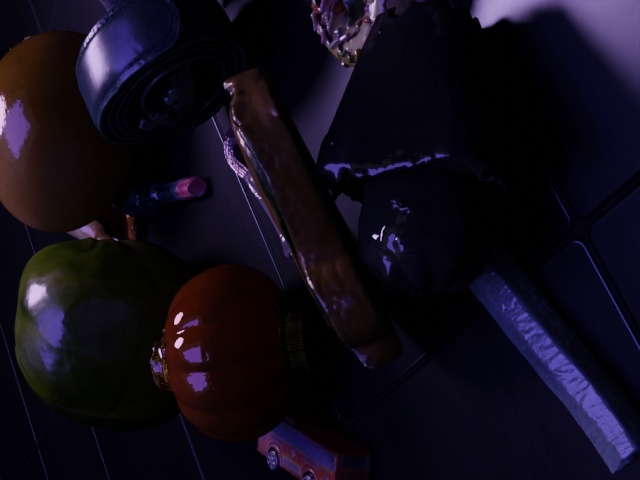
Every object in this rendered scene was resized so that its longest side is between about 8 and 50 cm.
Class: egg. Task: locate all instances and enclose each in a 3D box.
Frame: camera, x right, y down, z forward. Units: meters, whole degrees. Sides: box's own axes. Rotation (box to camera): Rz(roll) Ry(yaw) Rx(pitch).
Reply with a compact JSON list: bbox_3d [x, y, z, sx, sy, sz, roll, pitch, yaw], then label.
[{"bbox_3d":[-0.407,-0.167,1.595,0.250,0.250,0.322,32,117,51],"label":"egg"}]

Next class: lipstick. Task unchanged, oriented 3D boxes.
[{"bbox_3d":[-0.236,-0.071,1.562,0.234,0.053,0.053,-6,95,54],"label":"lipstick"}]

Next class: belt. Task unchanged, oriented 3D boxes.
[{"bbox_3d":[-0.050,-0.055,1.247,0.232,0.053,0.071,56,137,33],"label":"belt"},{"bbox_3d":[-0.200,-0.225,1.273,0.116,0.206,0.267,62,156,14],"label":"belt"}]

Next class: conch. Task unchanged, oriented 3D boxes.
[{"bbox_3d":[-0.402,-0.067,1.789,0.255,0.127,0.158,41,106,16],"label":"conch"}]

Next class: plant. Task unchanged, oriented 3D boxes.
[{"bbox_3d":[0.090,-0.077,0.893,0.164,0.142,0.256,-6,80,29],"label":"plant"}]

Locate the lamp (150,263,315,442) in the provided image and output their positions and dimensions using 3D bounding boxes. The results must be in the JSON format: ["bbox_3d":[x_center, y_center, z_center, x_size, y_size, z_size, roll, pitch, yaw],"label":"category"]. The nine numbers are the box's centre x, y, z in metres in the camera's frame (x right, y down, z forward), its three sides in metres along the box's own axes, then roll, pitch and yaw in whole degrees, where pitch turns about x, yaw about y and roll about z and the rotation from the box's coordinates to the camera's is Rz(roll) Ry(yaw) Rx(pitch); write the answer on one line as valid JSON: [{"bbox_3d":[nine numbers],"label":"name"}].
[{"bbox_3d":[-0.109,0.140,1.268,0.223,0.196,0.223,-9,-90,-83],"label":"lamp"}]

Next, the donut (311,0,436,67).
[{"bbox_3d":[0.045,-0.250,1.008,0.174,0.068,0.175,28,124,52],"label":"donut"}]

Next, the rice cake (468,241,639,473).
[{"bbox_3d":[0.201,0.093,0.891,0.245,0.042,0.045,56,140,34],"label":"rice cake"}]

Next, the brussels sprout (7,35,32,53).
[{"bbox_3d":[-0.532,-0.279,1.887,0.183,0.145,0.131,-58,5,-5],"label":"brussels sprout"}]

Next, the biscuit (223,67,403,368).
[{"bbox_3d":[-0.002,0.001,0.988,0.344,0.057,0.287,61,-175,-43],"label":"biscuit"}]

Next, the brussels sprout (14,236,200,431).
[{"bbox_3d":[-0.308,0.139,1.517,0.354,0.289,0.281,176,97,-71],"label":"brussels sprout"}]

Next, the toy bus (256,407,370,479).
[{"bbox_3d":[-0.010,0.267,1.282,0.192,0.065,0.077,17,103,56],"label":"toy bus"}]

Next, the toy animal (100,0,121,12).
[{"bbox_3d":[-0.295,-0.337,1.282,0.302,0.284,0.225,68,-164,-48],"label":"toy animal"}]
